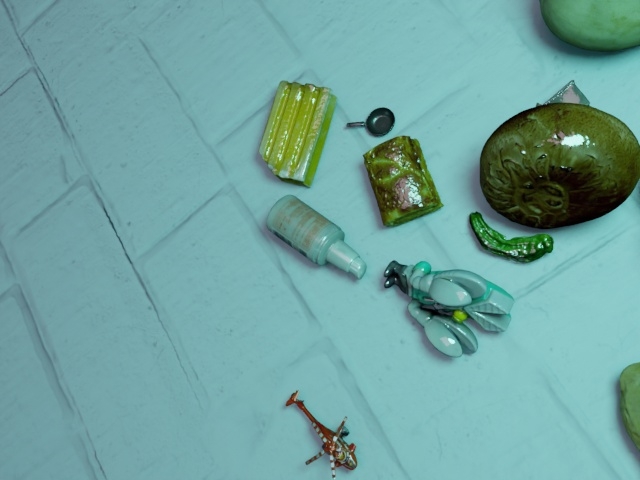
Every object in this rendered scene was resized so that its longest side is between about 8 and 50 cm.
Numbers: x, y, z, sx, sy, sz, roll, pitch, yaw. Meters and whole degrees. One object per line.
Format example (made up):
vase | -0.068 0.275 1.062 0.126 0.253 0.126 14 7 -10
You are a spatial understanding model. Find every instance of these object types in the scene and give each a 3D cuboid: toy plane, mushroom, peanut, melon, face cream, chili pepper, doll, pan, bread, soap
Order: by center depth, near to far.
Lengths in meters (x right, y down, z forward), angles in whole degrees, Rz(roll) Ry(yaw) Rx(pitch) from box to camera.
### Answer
peanut | 0.608 0.343 1.048 0.125 0.111 0.275 -21 72 10
mushroom | 0.441 -0.126 1.137 0.297 0.278 0.163 -28 43 54
melon | 0.570 -0.491 1.167 0.307 0.271 0.272 16 85 28
doll | 0.250 0.134 1.224 0.258 0.195 0.153 -4 39 45
chili pepper | 0.380 -0.002 1.241 0.182 0.050 0.073 22 94 26
toy plane | 0.001 0.411 1.282 0.194 0.077 0.126 20 82 31
bread | 0.173 -0.129 1.315 0.131 0.103 0.172 -23 75 22
face cream | 0.000 0.000 1.353 0.251 0.101 0.101 35 92 23
pan | 0.118 -0.271 1.408 0.115 0.023 0.069 -2 79 17
soap | -0.059 -0.254 1.444 0.140 0.073 0.232 14 84 24

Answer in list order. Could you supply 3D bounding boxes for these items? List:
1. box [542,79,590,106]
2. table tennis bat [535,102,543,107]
box | 0.503 -0.273 1.249 0.084 0.060 0.063 -41 73 6
table tennis bat | 0.427 -0.214 1.291 0.107 0.119 0.170 20 113 3
